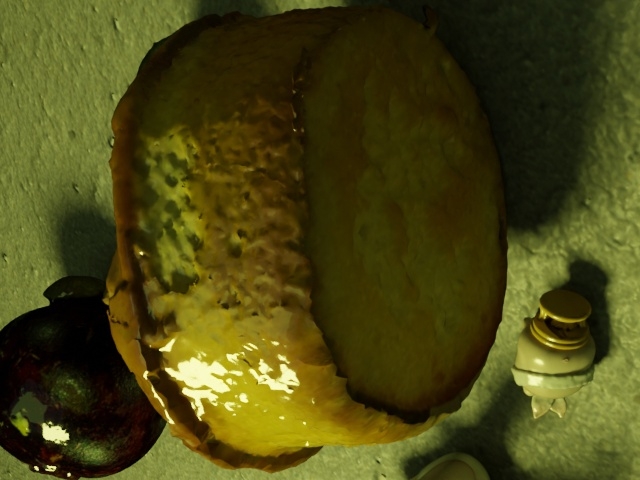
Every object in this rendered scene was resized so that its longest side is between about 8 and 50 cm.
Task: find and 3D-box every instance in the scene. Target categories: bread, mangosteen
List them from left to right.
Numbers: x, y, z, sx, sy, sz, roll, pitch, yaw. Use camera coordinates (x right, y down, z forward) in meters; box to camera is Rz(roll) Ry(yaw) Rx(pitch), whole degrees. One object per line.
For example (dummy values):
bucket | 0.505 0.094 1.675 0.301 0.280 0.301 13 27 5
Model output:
mangosteen | -0.337 0.193 1.472 0.288 0.288 0.288 27 132 34
bread | 0.000 0.000 0.878 0.215 0.398 0.398 -6 110 37

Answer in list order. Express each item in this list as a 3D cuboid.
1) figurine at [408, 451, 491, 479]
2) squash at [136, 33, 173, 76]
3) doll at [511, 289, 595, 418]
figurine | 0.174 0.392 1.090 0.323 0.196 0.320 58 165 10
squash | -0.120 -0.130 1.100 0.170 0.170 0.123 56 156 4
doll | 0.212 0.104 0.966 0.084 0.073 0.127 -116 26 -55
